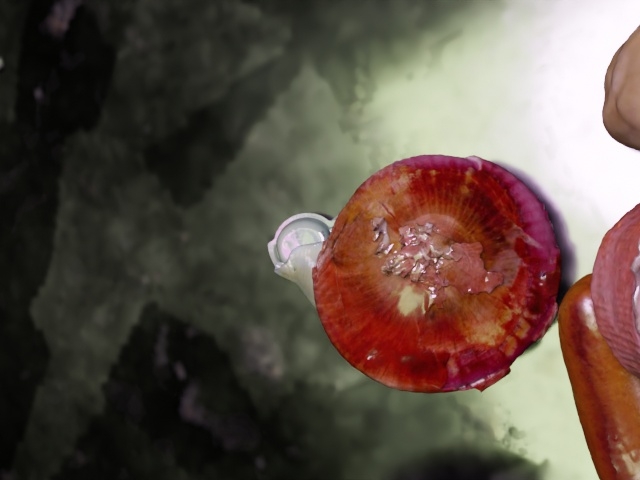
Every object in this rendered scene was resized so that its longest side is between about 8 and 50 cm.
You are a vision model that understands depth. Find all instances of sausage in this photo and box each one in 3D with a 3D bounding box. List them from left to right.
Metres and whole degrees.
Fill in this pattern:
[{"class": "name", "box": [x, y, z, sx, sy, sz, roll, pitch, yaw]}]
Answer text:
[{"class": "sausage", "box": [0.276, 0.175, 0.771, 0.076, 0.103, 0.302, -18, 85, -8]}]

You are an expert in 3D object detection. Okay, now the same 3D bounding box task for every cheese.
[{"class": "cheese", "box": [0.000, 0.000, 0.922, 0.120, 0.026, 0.067, -18, 87, 19]}]

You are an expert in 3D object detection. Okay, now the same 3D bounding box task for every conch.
[{"class": "conch", "box": [0.038, 0.051, 0.882, 0.180, 0.065, 0.088, 29, 113, 11]}]

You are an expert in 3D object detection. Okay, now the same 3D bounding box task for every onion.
[{"class": "onion", "box": [0.106, 0.023, 0.787, 0.229, 0.163, 0.230, 0, 73, 2]}]

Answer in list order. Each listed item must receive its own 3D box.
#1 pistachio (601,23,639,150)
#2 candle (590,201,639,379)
[{"class": "pistachio", "box": [0.335, -0.152, 0.723, 0.226, 0.136, 0.136, -29, 81, 15]}, {"class": "candle", "box": [0.379, 0.062, 0.686, 0.287, 0.131, 0.317, -41, 95, 0]}]
